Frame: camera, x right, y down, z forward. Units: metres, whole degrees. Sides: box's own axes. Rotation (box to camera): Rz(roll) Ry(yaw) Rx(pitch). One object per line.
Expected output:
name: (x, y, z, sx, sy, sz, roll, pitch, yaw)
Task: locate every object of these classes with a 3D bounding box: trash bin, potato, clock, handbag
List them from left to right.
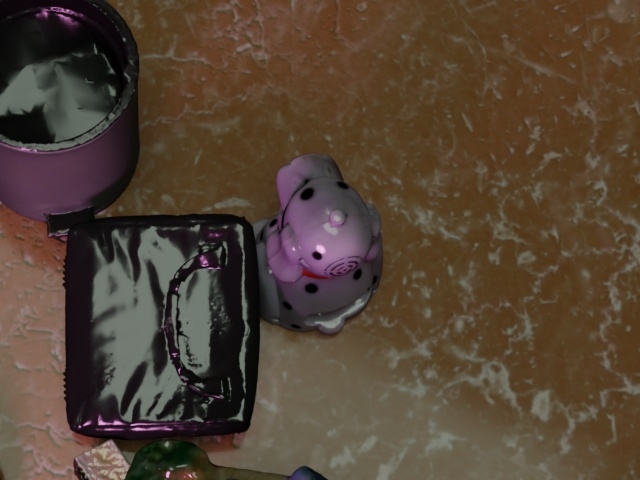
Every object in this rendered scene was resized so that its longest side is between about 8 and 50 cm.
trash bin: (-0.331, -0.163, 1.623, 0.217, 0.262, 0.277, -10, 75, -10)
potato: (-0.241, 0.305, 1.588, 0.061, 0.086, 0.122, -36, 75, -13)
handbag: (-0.195, 0.106, 1.624, 0.244, 0.088, 0.275, -2, 78, 5)
clock: (-0.001, -0.001, 1.624, 0.188, 0.254, 0.189, 2, 69, -4)

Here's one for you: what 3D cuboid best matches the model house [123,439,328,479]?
model house: (-0.039, 0.448, 1.365, 0.342, 0.334, 0.382, 2, 60, 40)
